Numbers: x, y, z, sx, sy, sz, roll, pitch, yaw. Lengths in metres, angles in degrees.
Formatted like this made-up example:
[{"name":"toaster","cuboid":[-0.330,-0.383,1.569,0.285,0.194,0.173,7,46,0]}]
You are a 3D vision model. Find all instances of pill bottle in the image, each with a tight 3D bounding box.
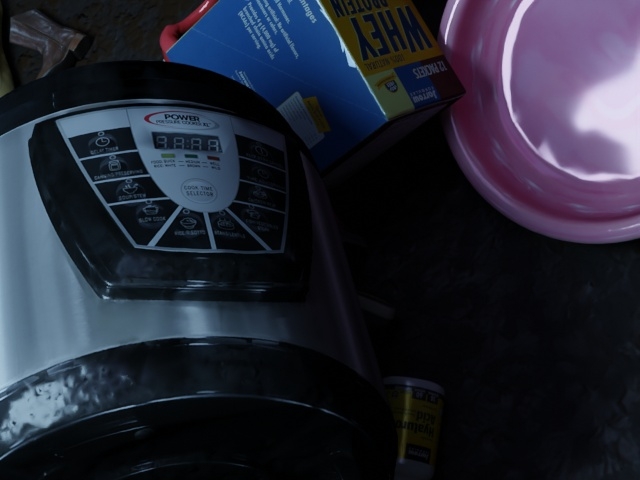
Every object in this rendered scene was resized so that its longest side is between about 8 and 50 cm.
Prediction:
[{"name":"pill bottle","cuboid":[0.079,0.191,1.157,0.065,0.065,0.116,2,71,22]}]

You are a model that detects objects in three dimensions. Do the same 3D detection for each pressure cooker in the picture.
[{"name":"pressure cooker","cuboid":[-0.156,0.060,1.025,0.375,0.370,0.420,-25,49,11]}]

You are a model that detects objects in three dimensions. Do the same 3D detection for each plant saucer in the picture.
[{"name":"plant saucer","cuboid":[0.268,-0.164,1.157,0.332,0.084,0.332,3,95,33]}]

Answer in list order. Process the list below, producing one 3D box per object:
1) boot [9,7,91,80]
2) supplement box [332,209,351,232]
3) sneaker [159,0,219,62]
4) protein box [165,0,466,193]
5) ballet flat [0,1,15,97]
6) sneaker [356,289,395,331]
[{"name":"boot","cuboid":[-0.353,-0.232,1.515,0.114,0.037,0.106,28,68,25]},{"name":"supplement box","cuboid":[0.000,0.000,1.255,0.055,0.083,0.043,-28,62,8]},{"name":"sneaker","cuboid":[-0.053,-0.261,1.360,0.279,0.118,0.107,-34,62,6]},{"name":"protein box","cuboid":[-0.008,-0.165,1.213,0.201,0.136,0.200,-35,82,41]},{"name":"ballet flat","cuboid":[-0.429,-0.221,1.520,0.080,0.073,0.232,-22,63,13]},{"name":"sneaker","cuboid":[-0.035,0.097,1.245,0.222,0.083,0.118,8,88,21]}]
